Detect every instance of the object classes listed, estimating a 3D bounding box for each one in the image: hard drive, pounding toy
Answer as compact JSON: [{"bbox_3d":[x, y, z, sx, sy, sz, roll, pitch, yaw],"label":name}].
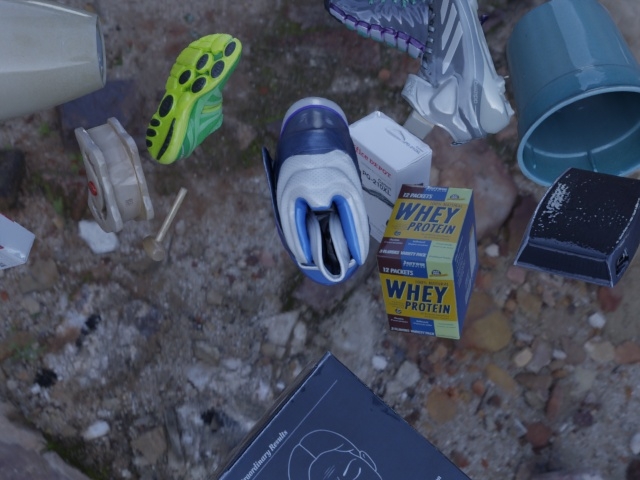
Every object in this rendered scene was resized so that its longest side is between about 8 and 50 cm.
[{"bbox_3d":[0.423,-0.032,1.405,0.172,0.054,0.254,14,40,26],"label":"hard drive"},{"bbox_3d":[-0.354,-0.104,1.667,0.155,0.269,0.154,-23,30,-25],"label":"pounding toy"}]

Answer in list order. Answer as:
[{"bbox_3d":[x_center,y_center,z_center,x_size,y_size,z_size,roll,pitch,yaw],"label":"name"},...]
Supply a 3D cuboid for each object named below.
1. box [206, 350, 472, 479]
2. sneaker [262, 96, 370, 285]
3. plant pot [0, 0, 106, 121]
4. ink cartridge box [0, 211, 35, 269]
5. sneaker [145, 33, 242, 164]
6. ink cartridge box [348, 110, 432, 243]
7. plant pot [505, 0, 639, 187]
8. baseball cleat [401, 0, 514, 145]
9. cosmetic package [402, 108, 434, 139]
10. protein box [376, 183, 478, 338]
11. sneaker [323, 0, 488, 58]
[{"bbox_3d":[0.048,0.434,1.501,0.395,0.212,0.293,43,73,1],"label":"box"},{"bbox_3d":[0.000,0.000,1.150,0.130,0.322,0.236,-4,42,1],"label":"sneaker"},{"bbox_3d":[-0.521,-0.327,1.542,0.274,0.256,0.256,-4,63,-7],"label":"plant pot"},{"bbox_3d":[-0.538,0.003,1.395,0.135,0.099,0.056,-13,52,31],"label":"ink cartridge box"},{"bbox_3d":[-0.247,-0.286,1.770,0.109,0.295,0.123,42,21,18],"label":"sneaker"},{"bbox_3d":[0.134,-0.121,1.831,0.100,0.237,0.172,-30,53,-25],"label":"ink cartridge box"},{"bbox_3d":[0.578,-0.348,2.005,0.341,0.341,0.334,-2,56,-10],"label":"plant pot"},{"bbox_3d":[0.123,-0.199,0.910,0.110,0.072,0.205,-21,85,10],"label":"baseball cleat"},{"bbox_3d":[0.182,-0.225,1.419,0.041,0.060,0.115,31,75,-2],"label":"cosmetic package"},{"bbox_3d":[0.203,0.037,1.626,0.136,0.201,0.199,5,45,20],"label":"protein box"},{"bbox_3d":[0.116,-0.312,1.203,0.224,0.098,0.083,28,29,9],"label":"sneaker"}]
